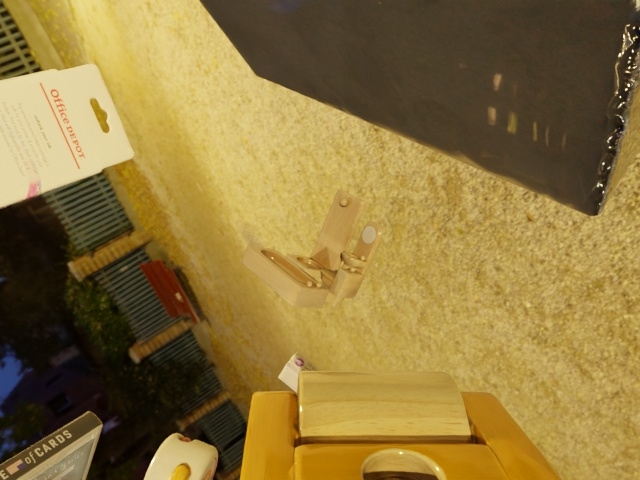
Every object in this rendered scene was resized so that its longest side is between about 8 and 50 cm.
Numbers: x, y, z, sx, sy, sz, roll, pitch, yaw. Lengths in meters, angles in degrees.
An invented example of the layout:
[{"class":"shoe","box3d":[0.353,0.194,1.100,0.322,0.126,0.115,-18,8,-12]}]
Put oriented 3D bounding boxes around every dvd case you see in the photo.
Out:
[{"class":"dvd case","box3d":[-0.337,0.312,0.564,0.029,0.179,0.239,36,119,16]}]

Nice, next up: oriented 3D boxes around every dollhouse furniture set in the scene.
[{"class":"dollhouse furniture set","box3d":[0.000,0.000,0.679,0.144,0.151,0.123,34,106,42]}]

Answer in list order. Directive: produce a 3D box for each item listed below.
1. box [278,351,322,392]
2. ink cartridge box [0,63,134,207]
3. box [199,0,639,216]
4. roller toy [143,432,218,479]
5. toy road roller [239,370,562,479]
[{"class":"box","box3d":[0.042,0.414,1.330,0.324,0.063,0.067,36,129,11]},{"class":"ink cartridge box","box3d":[-0.557,-0.183,0.971,0.119,0.353,0.207,0,113,51]},{"class":"box","box3d":[0.159,-0.362,0.502,0.479,0.472,0.297,31,173,30]},{"class":"roller toy","box3d":[-0.351,0.606,1.346,0.146,0.191,0.210,17,118,7]},{"class":"toy road roller","box3d":[0.047,0.254,0.341,0.329,0.202,0.241,-103,15,-75]}]
